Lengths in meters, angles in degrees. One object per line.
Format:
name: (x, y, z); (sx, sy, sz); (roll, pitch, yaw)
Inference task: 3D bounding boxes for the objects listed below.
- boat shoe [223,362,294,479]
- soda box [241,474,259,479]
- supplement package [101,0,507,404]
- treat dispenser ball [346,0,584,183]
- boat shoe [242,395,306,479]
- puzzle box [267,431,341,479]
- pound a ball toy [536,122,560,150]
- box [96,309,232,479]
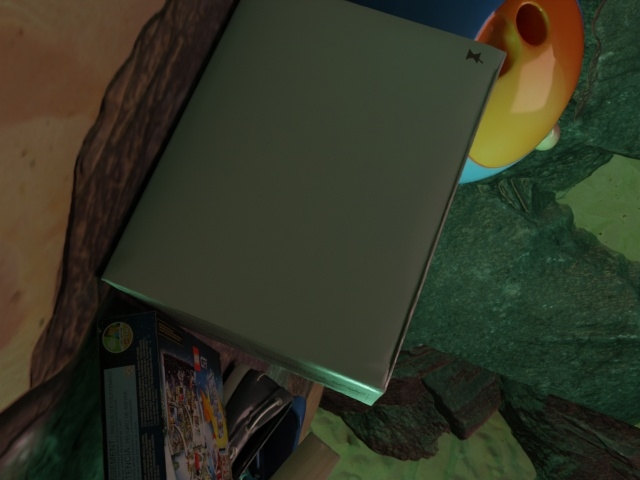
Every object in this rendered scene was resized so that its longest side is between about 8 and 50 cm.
boat shoe: (-0.135, 0.315, 0.841); (0.116, 0.099, 0.319); (103, 12, -57)
soda box: (-0.066, 0.413, 0.880); (0.067, 0.071, 0.210); (-59, -156, -1)
supplement package: (-0.004, -0.035, 0.508); (0.145, 0.204, 0.262); (84, 28, -73)
treat dispenser ball: (0.135, -0.204, 0.705); (0.288, 0.288, 0.288); (20, 90, -81)
boat shoe: (-0.085, 0.343, 1.032); (0.109, 0.089, 0.258); (-73, 176, -70)
puzzle box: (-0.147, 0.415, 0.702); (0.409, 0.052, 0.272); (-54, 170, 14)
pound a ball toy: (0.204, -0.270, 0.875); (0.136, 0.319, 0.208); (-18, 128, -79)
box: (-0.119, 0.160, 0.536); (0.233, 0.044, 0.159); (81, 0, -72)
